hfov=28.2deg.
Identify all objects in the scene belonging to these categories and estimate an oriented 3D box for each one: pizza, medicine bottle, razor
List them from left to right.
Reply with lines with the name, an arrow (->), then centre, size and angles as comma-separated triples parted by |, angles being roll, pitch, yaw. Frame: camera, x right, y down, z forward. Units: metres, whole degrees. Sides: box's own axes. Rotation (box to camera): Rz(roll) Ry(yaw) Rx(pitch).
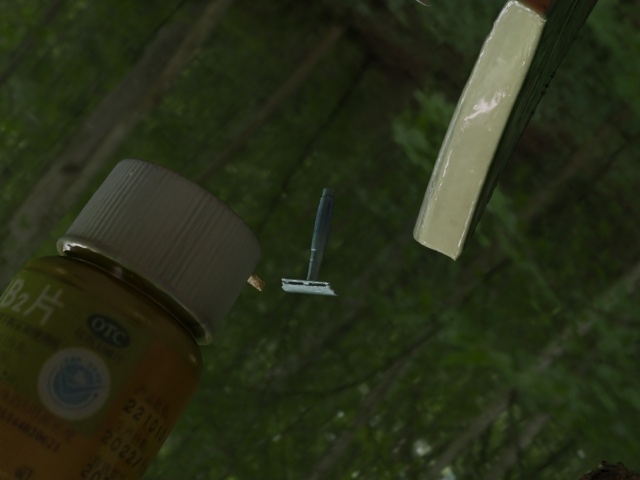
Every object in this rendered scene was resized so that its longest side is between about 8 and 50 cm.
medicine bottle -> -0.235, 0.120, 1.313 | 0.224, 0.224, 0.384 | 39, -110, -19
pizza -> -0.099, 0.033, 1.560 | 0.083, 0.016, 0.037 | 42, 166, 11
razor -> 0.000, 0.000, 1.542 | 0.040, 0.068, 0.135 | 48, -131, -61

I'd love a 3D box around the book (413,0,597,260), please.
book -> 0.184, -0.188, 0.953 | 0.043, 0.260, 0.371 | 27, -127, 10

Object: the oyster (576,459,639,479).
oyster -> 0.243, 0.230, 1.008 | 0.105, 0.056, 0.177 | 45, -158, 7

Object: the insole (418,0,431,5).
insole -> 0.105, -0.440, 2.052 | 0.197, 0.004, 0.065 | 44, -154, 14
